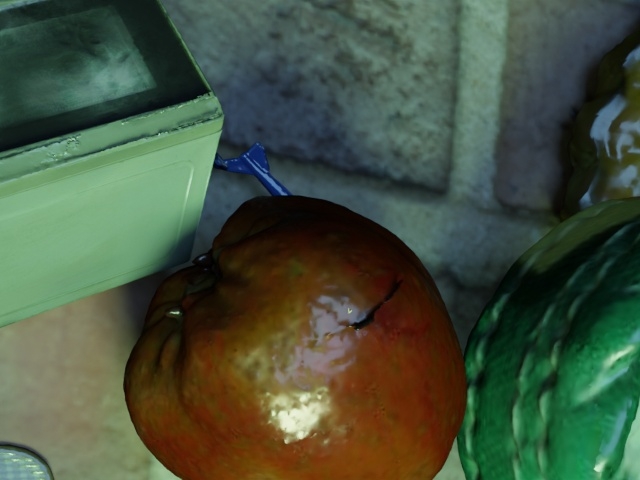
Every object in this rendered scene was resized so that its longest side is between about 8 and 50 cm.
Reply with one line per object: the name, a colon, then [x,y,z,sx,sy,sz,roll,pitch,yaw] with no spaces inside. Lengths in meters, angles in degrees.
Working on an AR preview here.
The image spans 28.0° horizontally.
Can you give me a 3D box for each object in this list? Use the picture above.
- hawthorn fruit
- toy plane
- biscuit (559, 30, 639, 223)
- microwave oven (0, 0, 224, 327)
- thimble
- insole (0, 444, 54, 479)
hawthorn fruit: [-0.002,0.082,0.711,0.185,0.185,0.202,-48,111,-21]
toy plane: [0.000,0.000,0.796,0.062,0.054,0.167,-43,101,4]
biscuit: [0.320,-0.040,0.921,0.329,0.078,0.335,10,78,-18]
microwave oven: [-0.174,-0.042,0.664,0.205,0.163,0.129,-19,66,-25]
thimble: [0.229,0.108,0.745,0.288,0.167,0.254,34,80,-18]
insole: [-0.266,0.145,0.683,0.253,0.005,0.086,-1,83,-23]
